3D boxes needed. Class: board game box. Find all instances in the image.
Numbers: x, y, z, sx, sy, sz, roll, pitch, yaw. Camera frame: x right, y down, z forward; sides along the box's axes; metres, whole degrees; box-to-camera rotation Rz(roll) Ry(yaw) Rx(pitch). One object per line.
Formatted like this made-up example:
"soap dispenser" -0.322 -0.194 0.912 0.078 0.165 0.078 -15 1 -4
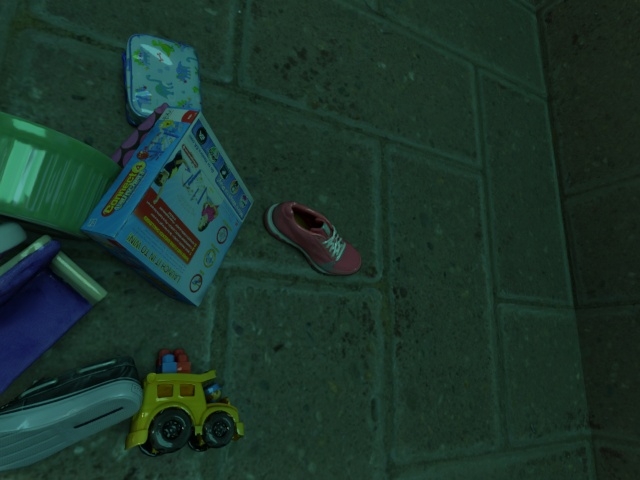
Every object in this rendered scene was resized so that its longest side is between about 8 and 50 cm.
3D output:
"board game box" -0.290 -0.060 0.886 0.308 0.086 0.302 67 41 -56

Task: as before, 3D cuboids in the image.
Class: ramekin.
"ramekin" -0.533 -0.103 0.748 0.303 0.303 0.148 17 78 -26

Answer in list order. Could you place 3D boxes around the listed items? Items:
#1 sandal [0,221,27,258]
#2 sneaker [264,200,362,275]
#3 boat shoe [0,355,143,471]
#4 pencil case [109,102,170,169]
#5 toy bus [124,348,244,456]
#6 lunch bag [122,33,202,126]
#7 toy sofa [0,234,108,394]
"sandal" -0.643 0.105 0.634 0.416 0.169 0.102 -27 107 -1
"sneaker" -0.001 0.000 1.119 0.313 0.136 0.116 33 65 -20
"boat shoe" -0.497 0.313 0.768 0.334 0.119 0.121 -15 129 -15
"pencil case" -0.382 -0.203 0.940 0.209 0.098 0.095 -44 87 -2
"toy bus" -0.281 0.334 0.884 0.220 0.149 0.212 11 56 -30
"lunch bag" -0.385 -0.378 1.017 0.176 0.090 0.219 -1 79 -31
"toy sofa" -0.542 0.166 0.685 0.150 0.177 0.363 48 43 -15
